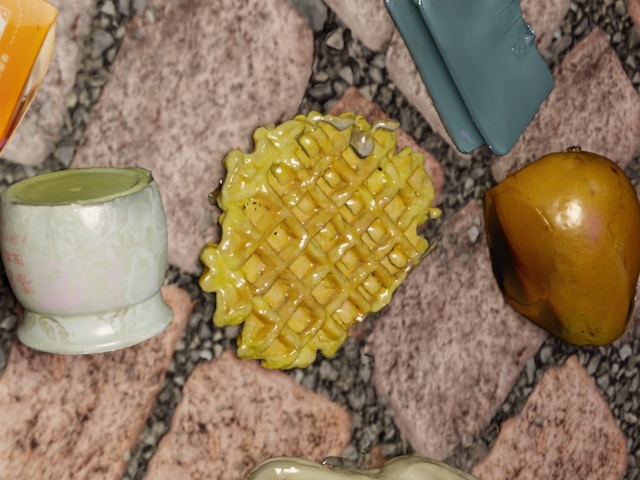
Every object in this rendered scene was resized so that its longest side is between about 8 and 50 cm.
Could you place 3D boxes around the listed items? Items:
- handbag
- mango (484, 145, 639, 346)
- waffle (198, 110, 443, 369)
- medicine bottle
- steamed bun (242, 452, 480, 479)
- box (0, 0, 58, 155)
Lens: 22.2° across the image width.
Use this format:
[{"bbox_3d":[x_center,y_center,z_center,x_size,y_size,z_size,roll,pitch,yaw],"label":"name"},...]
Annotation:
[{"bbox_3d":[0.169,-0.211,1.747,0.144,0.057,0.221,-45,121,-27],"label":"handbag"},{"bbox_3d":[0.293,0.009,1.826,0.166,0.136,0.236,-25,117,-34],"label":"mango"},{"bbox_3d":[-0.002,-0.001,1.652,0.280,0.060,0.262,0,101,-35],"label":"waffle"},{"bbox_3d":[-0.207,0.017,1.444,0.147,0.147,0.143,-15,110,-34],"label":"medicine bottle"},{"bbox_3d":[0.062,0.370,1.641,0.394,0.237,0.346,-44,119,-24],"label":"steamed bun"},{"bbox_3d":[-0.399,-0.181,1.213,0.341,0.225,0.143,26,77,-36],"label":"box"}]
